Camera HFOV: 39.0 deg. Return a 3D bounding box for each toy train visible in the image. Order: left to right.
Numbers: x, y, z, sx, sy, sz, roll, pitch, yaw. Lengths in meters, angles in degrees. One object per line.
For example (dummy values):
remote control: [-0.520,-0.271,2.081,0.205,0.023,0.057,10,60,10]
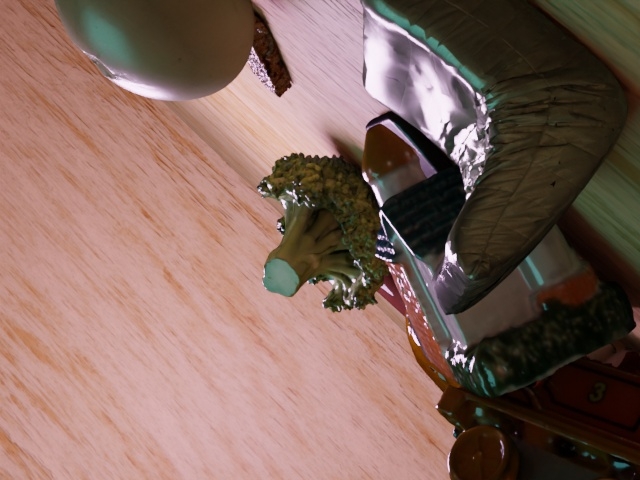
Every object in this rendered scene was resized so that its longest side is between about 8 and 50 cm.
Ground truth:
toy train: [0.293,0.212,0.885,0.369,0.231,0.163,14,154,51]

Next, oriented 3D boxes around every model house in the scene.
model house: [0.160,-0.008,0.970,0.300,0.190,0.271,61,176,-5]

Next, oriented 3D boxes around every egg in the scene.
egg: [-0.202,-0.289,1.101,0.269,0.219,0.219,52,172,-26]

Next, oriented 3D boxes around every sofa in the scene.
sofa: [0.094,-0.082,0.699,0.225,0.176,0.210,44,174,9]

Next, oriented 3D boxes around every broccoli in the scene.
broccoli: [0.013,-0.015,1.525,0.288,0.235,0.260,41,-166,-2]

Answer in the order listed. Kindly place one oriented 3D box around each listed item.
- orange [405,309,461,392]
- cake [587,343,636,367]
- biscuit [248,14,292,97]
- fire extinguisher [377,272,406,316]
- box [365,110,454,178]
orange: [0.255,0.157,1.367,0.263,0.196,0.334,22,153,40]
cake: [0.312,0.168,1.110,0.225,0.090,0.109,29,151,42]
biscuit: [-0.089,-0.275,1.316,0.064,0.034,0.199,43,175,20]
fire extinguisher: [0.225,0.125,1.638,0.337,0.106,0.147,43,-155,25]
box: [0.116,-0.108,1.117,0.126,0.027,0.125,47,171,-9]
